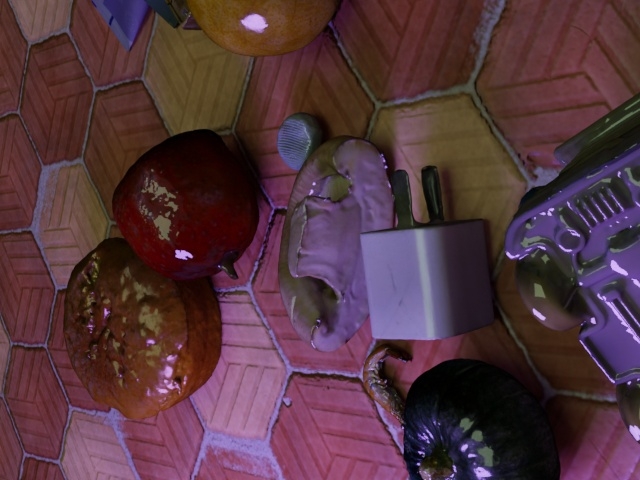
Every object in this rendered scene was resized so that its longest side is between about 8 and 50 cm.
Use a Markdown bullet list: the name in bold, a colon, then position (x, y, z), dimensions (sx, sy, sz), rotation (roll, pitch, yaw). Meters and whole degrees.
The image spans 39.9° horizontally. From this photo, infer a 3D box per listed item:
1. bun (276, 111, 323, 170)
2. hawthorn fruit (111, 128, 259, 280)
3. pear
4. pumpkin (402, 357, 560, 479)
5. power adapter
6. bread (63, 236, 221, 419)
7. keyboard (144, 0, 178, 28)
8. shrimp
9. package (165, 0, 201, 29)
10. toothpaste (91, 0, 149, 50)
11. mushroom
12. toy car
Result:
- **bun**: position (-0.026, -0.142, 1.261), dimensions (0.083, 0.045, 0.083), rotation (12, 107, 42)
- **hawthorn fruit**: position (-0.192, -0.035, 1.335), dimensions (0.249, 0.215, 0.215), rotation (50, 127, 15)
- **pear**: position (-0.085, -0.344, 1.182), dimensions (0.209, 0.209, 0.208), rotation (8, 101, 43)
- **pumpkin**: position (0.181, 0.246, 1.047), dimensions (0.212, 0.152, 0.211), rotation (7, 99, 48)
- **power adapter**: position (0.127, 0.010, 1.081), dimensions (0.125, 0.130, 0.204), rotation (-5, 91, 44)
- **bread**: position (-0.304, 0.139, 1.484), dimensions (0.312, 0.172, 0.312), rotation (6, 100, 38)
- **keyboard**: position (-0.291, -0.423, 1.432), dimensions (0.176, 0.014, 0.055), rotation (43, 137, -5)
- **shrimp**: position (0.103, 0.202, 1.202), dimensions (0.091, 0.025, 0.127), rotation (-51, 59, 34)
- **package**: position (-0.209, -0.388, 1.380), dimensions (0.131, 0.071, 0.047), rotation (59, 135, 22)
- **toothpaste**: position (-0.287, -0.479, 1.441), dimensions (0.125, 0.080, 0.371), rotation (53, 132, 11)
- **mushroom**: position (0.000, 0.000, 1.196), dimensions (0.151, 0.156, 0.285), rotation (11, 92, 54)
- **toy car**: position (0.362, 0.033, 0.835), dimensions (0.336, 0.226, 0.242), rotation (49, 130, -5)
